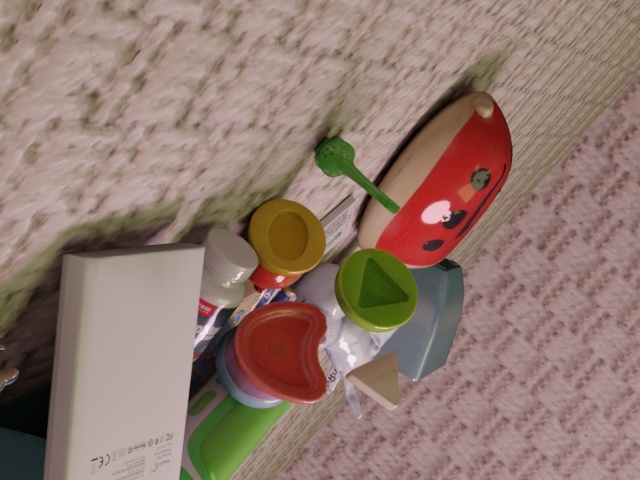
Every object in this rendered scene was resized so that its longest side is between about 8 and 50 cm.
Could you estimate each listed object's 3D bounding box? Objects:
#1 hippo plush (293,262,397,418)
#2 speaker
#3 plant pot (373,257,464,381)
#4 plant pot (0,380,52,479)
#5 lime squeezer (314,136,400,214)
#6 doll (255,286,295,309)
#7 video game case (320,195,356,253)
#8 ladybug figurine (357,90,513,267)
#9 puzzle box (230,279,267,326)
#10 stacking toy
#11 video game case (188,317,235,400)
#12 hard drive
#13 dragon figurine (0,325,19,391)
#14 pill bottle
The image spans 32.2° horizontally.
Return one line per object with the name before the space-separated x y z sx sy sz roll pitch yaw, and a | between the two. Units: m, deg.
hippo plush | 0.007 0.149 2.191 0.237 0.234 0.294 25 95 -44
speaker | -0.150 0.273 1.617 0.296 0.131 0.131 -46 170 -45
plant pot | 0.201 0.143 2.575 0.252 0.247 0.248 -67 161 13
plant pot | -0.327 0.327 1.448 0.166 0.166 0.234 -25 117 -57
lime squeezer | 0.041 -0.114 1.651 0.058 0.110 0.310 -64 -165 7
doll | -0.119 0.153 1.933 0.189 0.129 0.046 -53 -156 5
video game case | 0.000 0.000 2.008 0.157 0.019 0.143 -41 165 -17
ladybug figurine | 0.230 -0.096 2.109 0.305 0.162 0.449 -35 163 -37
puzzle box | -0.266 0.198 1.726 0.409 0.052 0.272 -26 156 -53
stacking toy | -0.013 0.123 1.656 0.130 0.280 0.308 133 -28 -55
video game case | -0.178 0.238 1.723 0.204 0.025 0.285 -59 156 -24
hard drive | -0.238 0.184 1.347 0.233 0.047 0.353 -6 105 -61
dragon figurine | -0.403 0.145 1.095 0.289 0.085 0.144 -31 160 -50
pill bottle | -0.168 0.074 1.539 0.180 0.108 0.108 -52 165 24
